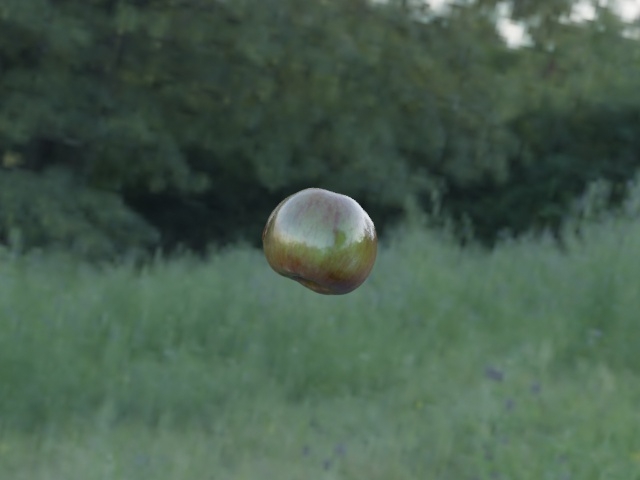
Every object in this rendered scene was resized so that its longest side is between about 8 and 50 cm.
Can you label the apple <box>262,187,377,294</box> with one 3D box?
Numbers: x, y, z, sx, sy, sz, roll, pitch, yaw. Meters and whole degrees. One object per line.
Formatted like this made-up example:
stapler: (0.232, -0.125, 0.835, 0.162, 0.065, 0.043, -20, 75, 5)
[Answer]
apple: (0.003, 0.001, 1.685, 0.126, 0.102, 0.126, 21, -11, 4)
